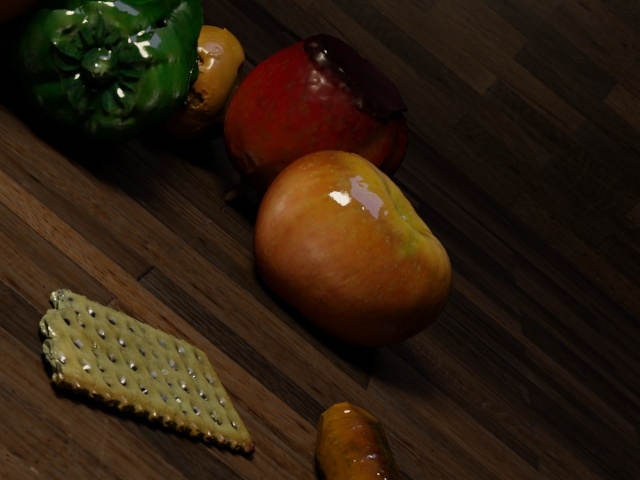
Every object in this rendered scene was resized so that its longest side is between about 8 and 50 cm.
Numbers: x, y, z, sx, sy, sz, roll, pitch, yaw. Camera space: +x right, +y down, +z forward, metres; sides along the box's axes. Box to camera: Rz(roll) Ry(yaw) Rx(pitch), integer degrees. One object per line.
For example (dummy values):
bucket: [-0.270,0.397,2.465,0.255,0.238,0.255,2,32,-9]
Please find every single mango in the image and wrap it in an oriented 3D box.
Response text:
mango: [-0.154,-0.203,1.597,0.151,0.156,0.248,41,10,6]

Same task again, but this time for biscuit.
biscuit: [-0.142,0.097,0.968,0.203,0.016,0.144,30,17,-40]

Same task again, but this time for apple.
apple: [0.031,0.016,1.381,0.235,0.173,0.210,51,11,6]

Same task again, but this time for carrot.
carrot: [0.058,0.242,0.959,0.066,0.066,0.314,31,19,-33]

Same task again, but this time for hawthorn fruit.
hawthorn fruit: [-0.016,-0.124,1.519,0.215,0.249,0.215,48,-1,1]

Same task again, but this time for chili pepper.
chili pepper: [-0.229,-0.209,1.380,0.385,0.213,0.167,-106,-174,-69]

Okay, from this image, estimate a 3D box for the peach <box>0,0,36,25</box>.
peach: [-0.377,-0.374,1.198,0.343,0.343,0.302,35,26,-21]
